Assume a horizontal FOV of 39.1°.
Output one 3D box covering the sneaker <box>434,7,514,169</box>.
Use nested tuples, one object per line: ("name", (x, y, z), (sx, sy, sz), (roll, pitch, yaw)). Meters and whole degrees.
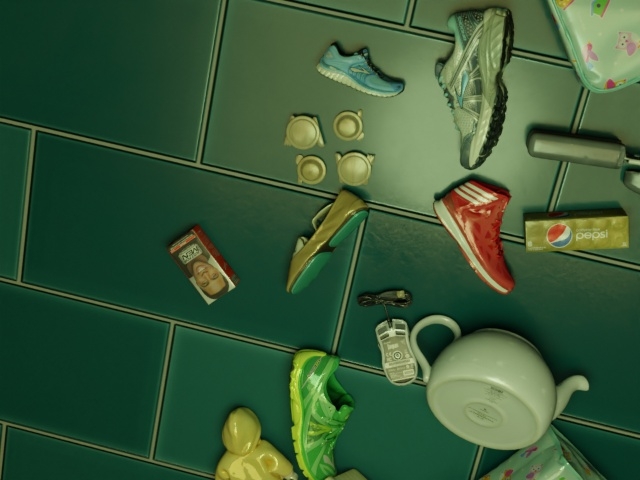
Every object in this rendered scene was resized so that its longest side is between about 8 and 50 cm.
("sneaker", (0.263, -0.267, 1.587), (0.122, 0.110, 0.283), (12, 106, 24))

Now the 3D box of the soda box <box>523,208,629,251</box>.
("soda box", (0.463, -0.019, 1.639), (0.181, 0.058, 0.061), (-3, 106, 9))

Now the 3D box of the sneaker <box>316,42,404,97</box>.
("sneaker", (0.077, -0.304, 1.609), (0.162, 0.063, 0.073), (22, 105, 1))

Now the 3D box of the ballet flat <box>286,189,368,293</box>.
("ballet flat", (0.000, 0.000, 1.719), (0.232, 0.080, 0.073), (-49, 67, 16))

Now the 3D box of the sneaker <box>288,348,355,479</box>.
("sneaker", (0.008, 0.360, 1.796), (0.124, 0.109, 0.295), (-3, 107, 10))

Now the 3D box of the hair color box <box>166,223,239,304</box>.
("hair color box", (-0.230, 0.047, 1.771), (0.072, 0.043, 0.141), (-34, 100, 15))

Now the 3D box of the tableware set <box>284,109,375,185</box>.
("tableware set", (0.016, -0.169, 1.682), (0.169, 0.020, 0.141), (-2, 108, 8))

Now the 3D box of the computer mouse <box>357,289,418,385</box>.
("computer mouse", (0.141, 0.189, 1.762), (0.106, 0.042, 0.193), (-11, 99, 7))

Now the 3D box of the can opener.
("can opener", (0.504, -0.131, 1.591), (0.283, 0.076, 0.095), (9, 107, 7))

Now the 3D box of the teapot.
("teapot", (0.324, 0.251, 1.684), (0.252, 0.187, 0.256), (-15, 124, 40))

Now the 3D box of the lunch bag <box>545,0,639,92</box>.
("lunch bag", (0.495, -0.402, 1.492), (0.224, 0.108, 0.279), (-21, 102, 14))

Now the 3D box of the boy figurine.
("boy figurine", (-0.143, 0.478, 1.865), (0.177, 0.092, 0.285), (-18, 102, 14))

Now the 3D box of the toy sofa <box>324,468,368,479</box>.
("toy sofa", (-0.003, 0.654, 1.823), (0.150, 0.177, 0.362), (39, 112, 28))

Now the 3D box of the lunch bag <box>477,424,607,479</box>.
("lunch bag", (0.462, 0.530, 1.758), (0.223, 0.160, 0.262), (-42, 108, 14))

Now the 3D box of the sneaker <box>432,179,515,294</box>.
("sneaker", (0.317, -0.014, 1.650), (0.128, 0.087, 0.221), (-37, 100, 18))
